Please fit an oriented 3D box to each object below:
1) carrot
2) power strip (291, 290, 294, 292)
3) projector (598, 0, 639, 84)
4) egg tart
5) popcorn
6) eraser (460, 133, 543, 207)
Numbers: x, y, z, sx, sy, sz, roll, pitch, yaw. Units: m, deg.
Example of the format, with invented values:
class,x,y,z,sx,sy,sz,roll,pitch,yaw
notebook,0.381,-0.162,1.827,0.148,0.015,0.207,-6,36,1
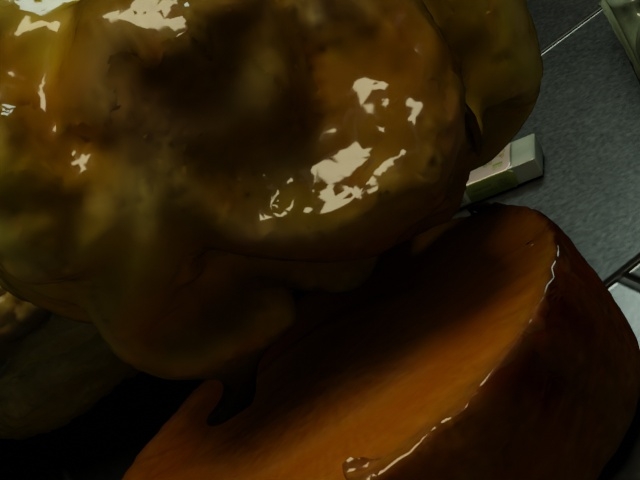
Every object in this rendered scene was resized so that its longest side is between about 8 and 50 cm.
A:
class,x,y,z,sx,sy,sz,roll,pitch,yaw
carrot,0.013,0.098,0.724,0.307,0.100,0.258,-27,21,17
power strip,0.000,0.000,0.981,0.175,0.042,0.075,-45,26,-2
projector,0.288,-0.199,0.946,0.198,0.108,0.250,-27,24,15
egg tart,-0.170,0.025,0.998,0.339,0.153,0.351,-21,21,44
popcorn,-0.060,-0.046,0.708,0.316,0.280,0.297,-5,5,40
eraser,0.116,-0.046,0.971,0.083,0.019,0.038,-23,27,22
